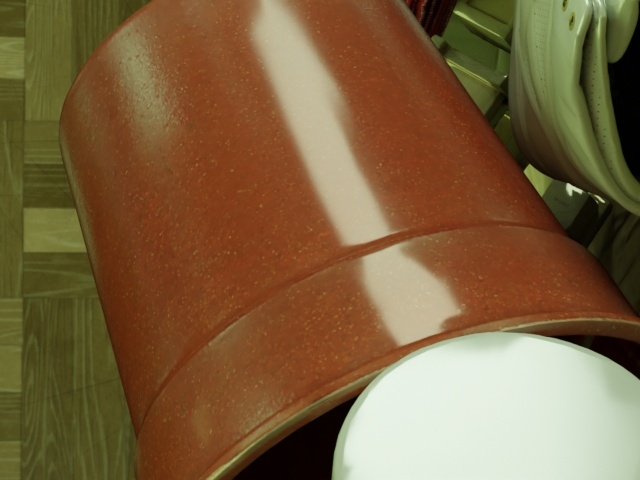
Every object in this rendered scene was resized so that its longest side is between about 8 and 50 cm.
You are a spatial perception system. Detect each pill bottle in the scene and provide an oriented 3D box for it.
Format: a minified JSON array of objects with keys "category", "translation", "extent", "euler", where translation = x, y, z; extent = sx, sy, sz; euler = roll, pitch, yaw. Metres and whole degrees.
[{"category":"pill bottle","translation":[0.069,0.177,0.826],"extent":[0.283,0.161,0.161],"euler":[91,174,-48]}]

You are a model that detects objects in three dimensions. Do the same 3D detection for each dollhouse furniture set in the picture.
[{"category":"dollhouse furniture set","translation":[0.131,-0.049,1.118],"extent":[0.182,0.161,0.101],"euler":[-55,-34,-2]}]

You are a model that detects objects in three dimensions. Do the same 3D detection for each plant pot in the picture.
[{"category":"plant pot","translation":[0.003,0.019,0.963],"extent":[0.272,0.272,0.265],"euler":[101,150,-53]}]

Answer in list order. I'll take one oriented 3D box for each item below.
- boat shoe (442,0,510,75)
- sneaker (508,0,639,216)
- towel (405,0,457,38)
[{"category":"boat shoe","translation":[0.072,-0.109,1.311],"extent":[0.091,0.109,0.305],"euler":[-104,23,-62]},{"category":"sneaker","translation":[0.139,-0.155,0.881],"extent":[0.169,0.108,0.292],"euler":[-128,29,-74]},{"category":"towel","translation":[0.042,-0.269,1.126],"extent":[0.329,0.037,0.237],"euler":[109,147,-54]}]
